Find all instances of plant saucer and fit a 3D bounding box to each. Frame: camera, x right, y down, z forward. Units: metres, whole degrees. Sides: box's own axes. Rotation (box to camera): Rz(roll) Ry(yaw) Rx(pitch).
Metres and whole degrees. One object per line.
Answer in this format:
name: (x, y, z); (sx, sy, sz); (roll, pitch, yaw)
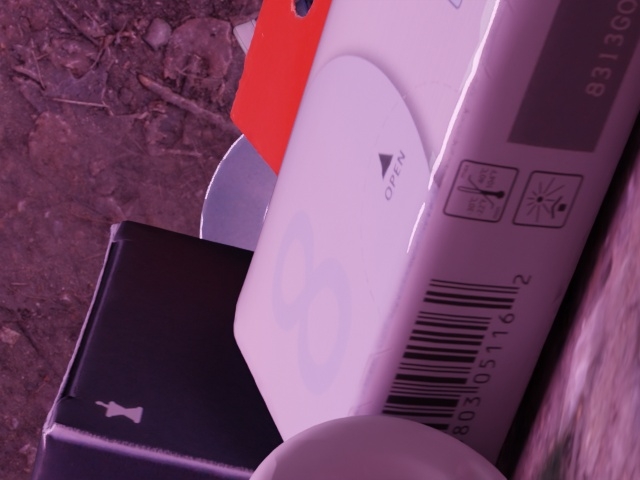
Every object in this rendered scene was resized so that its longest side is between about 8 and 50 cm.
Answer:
plant saucer: (0.000, 0.000, 1.261); (0.037, 0.195, 0.195); (-2, -69, -57)

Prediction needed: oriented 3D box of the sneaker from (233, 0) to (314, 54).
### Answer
sneaker: (0.041, -0.138, 1.573); (0.226, 0.163, 0.086); (62, -179, 13)

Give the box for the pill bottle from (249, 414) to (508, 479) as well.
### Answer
pill bottle: (0.004, 0.183, 0.727); (0.221, 0.124, 0.124); (108, 174, -47)

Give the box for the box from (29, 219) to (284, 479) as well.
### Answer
box: (-0.076, 0.234, 1.005); (0.293, 0.212, 0.395); (-87, 11, -69)

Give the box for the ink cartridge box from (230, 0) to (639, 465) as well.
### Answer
ink cartridge box: (0.016, -0.106, 0.844); (0.385, 0.091, 0.308); (-123, 44, -51)
